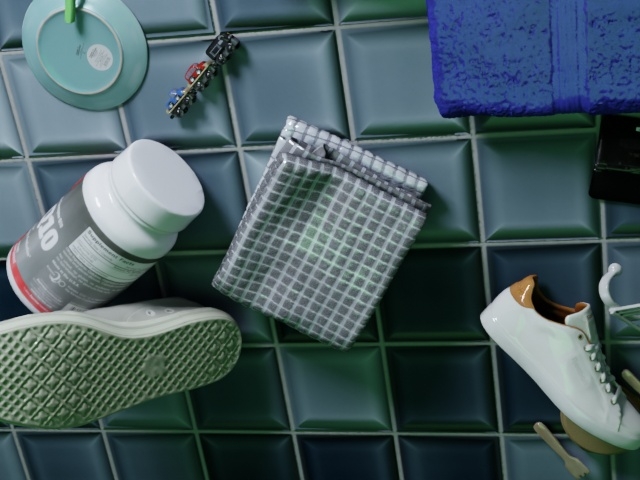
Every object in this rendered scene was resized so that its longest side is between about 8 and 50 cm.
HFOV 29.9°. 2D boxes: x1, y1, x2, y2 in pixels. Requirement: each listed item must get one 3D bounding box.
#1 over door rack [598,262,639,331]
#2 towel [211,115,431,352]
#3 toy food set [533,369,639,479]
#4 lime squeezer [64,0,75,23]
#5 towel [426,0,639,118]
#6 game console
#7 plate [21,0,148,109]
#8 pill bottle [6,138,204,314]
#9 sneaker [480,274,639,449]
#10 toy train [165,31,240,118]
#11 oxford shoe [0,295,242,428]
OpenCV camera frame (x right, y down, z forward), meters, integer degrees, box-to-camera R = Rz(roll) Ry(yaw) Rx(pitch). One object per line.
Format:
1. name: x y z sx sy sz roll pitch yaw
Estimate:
1. over door rack: 0.558 0.117 1.584 0.324 0.108 0.239 41 150 -23
2. towel: 0.000 0.000 1.689 0.235 0.121 0.283 26 121 -2
3. toy food set: 0.422 0.266 1.786 0.132 0.038 0.192 48 123 -6
4. lime squeezer: -0.369 -0.440 1.568 0.110 0.059 0.310 -23 106 15
5. towel: 0.291 -0.268 1.506 0.308 0.076 0.227 -1 111 15
6. game console: 0.425 -0.103 1.593 0.122 0.071 0.107 8 89 9
7. plate: -0.334 -0.267 1.680 0.188 0.024 0.188 6 118 11
8. pill bottle: -0.310 -0.011 1.734 0.161 0.161 0.283 44 118 -12
9. sneaker: 0.366 0.168 1.682 0.290 0.106 0.123 43 115 3
10. toy train: -0.168 -0.228 1.659 0.036 0.027 0.158 40 119 -6
11. oxford shoe: -0.322 0.163 1.718 0.130 0.449 0.169 24 113 46
